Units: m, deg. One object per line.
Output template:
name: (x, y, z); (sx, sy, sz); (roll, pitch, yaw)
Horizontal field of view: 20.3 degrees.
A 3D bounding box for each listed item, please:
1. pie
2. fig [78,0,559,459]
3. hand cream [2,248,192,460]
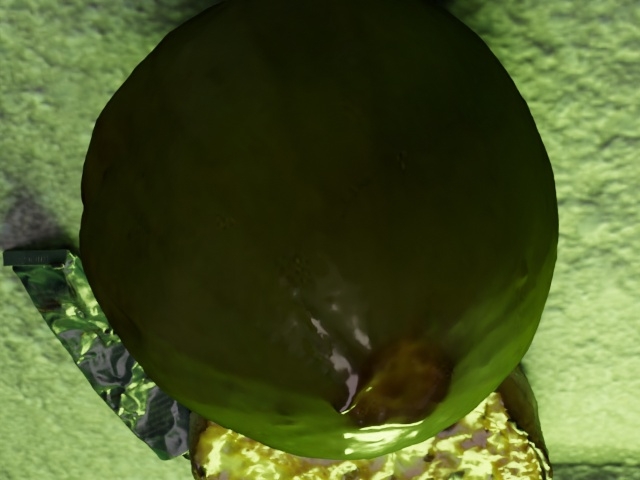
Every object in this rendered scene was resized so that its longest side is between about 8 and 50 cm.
pie: (0.046, 0.166, 1.507); (0.315, 0.092, 0.315); (2, 127, 2)
fig: (0.010, -0.004, 1.196); (0.343, 0.343, 0.343); (4, 131, 5)
hand cream: (-0.172, 0.100, 1.499); (0.075, 0.052, 0.248); (-21, 125, 23)
